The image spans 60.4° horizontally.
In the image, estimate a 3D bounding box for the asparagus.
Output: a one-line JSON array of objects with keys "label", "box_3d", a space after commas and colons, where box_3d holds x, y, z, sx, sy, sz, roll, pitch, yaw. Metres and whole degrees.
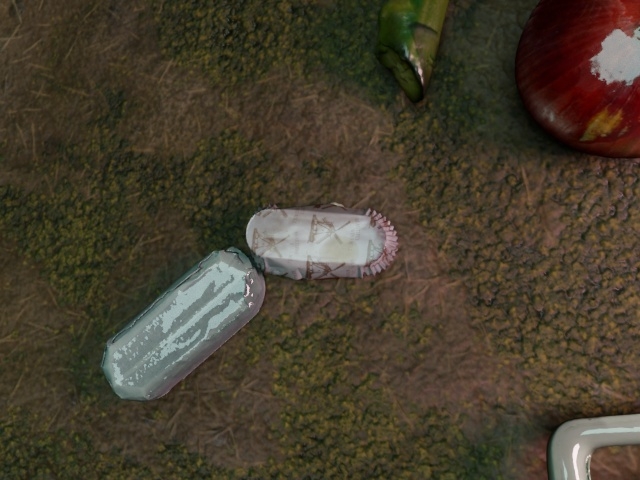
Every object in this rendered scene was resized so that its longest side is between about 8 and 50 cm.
[{"label": "asparagus", "box_3d": [0.137, -0.340, 0.678, 0.085, 0.082, 0.343, 13, 85, 16]}]

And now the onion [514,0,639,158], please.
[{"label": "onion", "box_3d": [0.338, -0.209, 0.593, 0.248, 0.161, 0.248, -7, 61, 14]}]

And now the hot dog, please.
[{"label": "hot dog", "box_3d": [0.000, 0.000, 0.684, 0.192, 0.053, 0.099, 0, 85, 9]}]

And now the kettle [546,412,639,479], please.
[{"label": "kettle", "box_3d": [0.386, 0.309, 0.493, 0.318, 0.205, 0.265, -7, 96, 13]}]

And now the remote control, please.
[{"label": "remote control", "box_3d": [-0.178, 0.109, 0.708, 0.247, 0.052, 0.104, -42, 79, 2]}]
